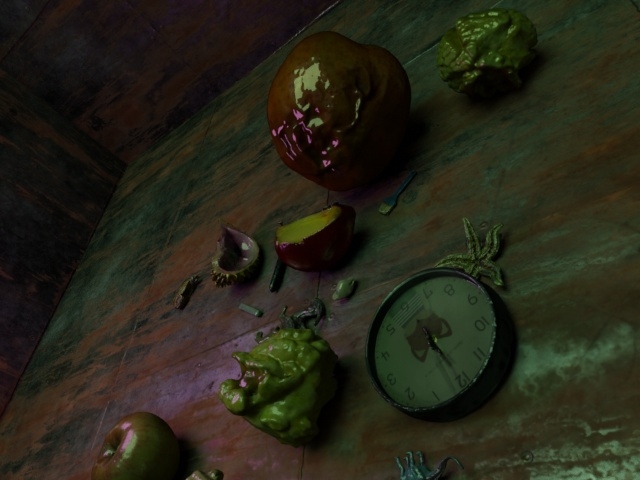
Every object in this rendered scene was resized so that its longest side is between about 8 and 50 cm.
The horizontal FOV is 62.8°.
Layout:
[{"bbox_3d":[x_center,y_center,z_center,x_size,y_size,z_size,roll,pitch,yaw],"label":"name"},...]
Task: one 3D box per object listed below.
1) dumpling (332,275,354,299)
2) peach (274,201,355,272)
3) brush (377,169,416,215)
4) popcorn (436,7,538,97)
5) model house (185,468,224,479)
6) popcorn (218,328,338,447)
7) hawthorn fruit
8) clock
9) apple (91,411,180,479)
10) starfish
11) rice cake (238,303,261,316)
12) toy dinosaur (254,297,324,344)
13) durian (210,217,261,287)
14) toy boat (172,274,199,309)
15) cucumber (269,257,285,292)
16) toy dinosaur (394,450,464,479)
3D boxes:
[{"bbox_3d":[0.062,0.129,1.429,0.059,0.043,0.077,6,76,70],"label":"dumpling"},{"bbox_3d":[0.001,0.005,1.522,0.268,0.153,0.158,-21,32,21],"label":"peach"},{"bbox_3d":[0.229,-0.142,1.536,0.164,0.014,0.051,-51,35,-5],"label":"brush"},{"bbox_3d":[0.461,-0.523,1.475,0.270,0.224,0.258,-45,40,-6],"label":"popcorn"},{"bbox_3d":[-0.267,0.640,1.164,0.194,0.175,0.234,2,61,50],"label":"model house"},{"bbox_3d":[-0.081,0.323,1.220,0.235,0.242,0.250,3,56,53],"label":"popcorn"},{"bbox_3d":[0.054,-0.382,1.597,0.472,0.472,0.471,-30,38,26],"label":"hawthorn fruit"},{"bbox_3d":[0.235,0.208,1.097,0.325,0.067,0.324,-29,44,32],"label":"clock"},{"bbox_3d":[-0.508,0.607,1.457,0.261,0.194,0.260,-32,35,27],"label":"apple"},{"bbox_3d":[0.333,0.047,1.183,0.176,0.053,0.208,-7,57,34],"label":"starfish"},{"bbox_3d":[-0.225,0.223,1.679,0.121,0.022,0.022,8,68,54],"label":"rice cake"},{"bbox_3d":[-0.099,0.270,1.436,0.162,0.077,0.294,-3,53,47],"label":"toy dinosaur"},{"bbox_3d":[-0.290,0.063,1.825,0.187,0.153,0.260,-2,46,21],"label":"durian"},{"bbox_3d":[-0.514,0.197,2.013,0.049,0.047,0.149,20,74,41],"label":"toy boat"},{"bbox_3d":[-0.138,0.109,1.683,0.032,0.032,0.133,-18,43,38],"label":"cucumber"},{"bbox_3d":[0.180,0.437,0.981,0.197,0.045,0.080,-37,47,29],"label":"toy dinosaur"}]
